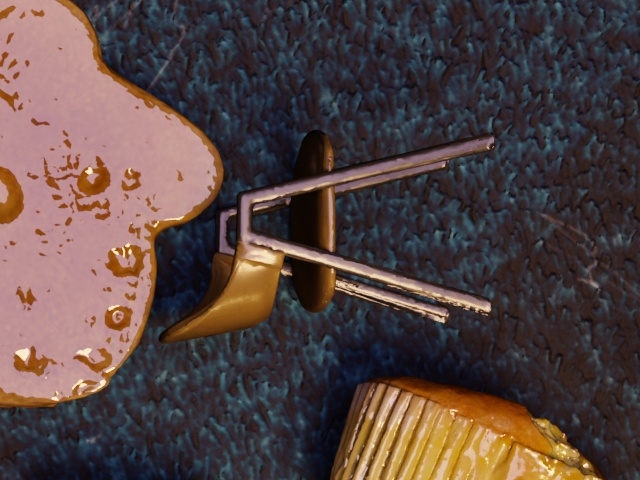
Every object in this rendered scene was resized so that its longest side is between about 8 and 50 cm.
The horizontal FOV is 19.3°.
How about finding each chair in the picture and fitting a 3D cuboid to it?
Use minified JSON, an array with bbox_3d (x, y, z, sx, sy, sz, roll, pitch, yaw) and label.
[{"bbox_3d":[0.000,0.000,1.482,0.247,0.159,0.172,3,86,-9],"label":"chair"}]

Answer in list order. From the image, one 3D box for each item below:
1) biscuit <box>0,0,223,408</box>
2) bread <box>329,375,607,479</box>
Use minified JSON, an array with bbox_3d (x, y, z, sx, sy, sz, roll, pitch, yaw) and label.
[{"bbox_3d":[-0.223,-0.043,1.503,0.287,0.057,0.343,-15,86,-10],"label":"biscuit"},{"bbox_3d":[0.129,0.196,1.472,0.250,0.179,0.133,24,76,-5],"label":"bread"}]
